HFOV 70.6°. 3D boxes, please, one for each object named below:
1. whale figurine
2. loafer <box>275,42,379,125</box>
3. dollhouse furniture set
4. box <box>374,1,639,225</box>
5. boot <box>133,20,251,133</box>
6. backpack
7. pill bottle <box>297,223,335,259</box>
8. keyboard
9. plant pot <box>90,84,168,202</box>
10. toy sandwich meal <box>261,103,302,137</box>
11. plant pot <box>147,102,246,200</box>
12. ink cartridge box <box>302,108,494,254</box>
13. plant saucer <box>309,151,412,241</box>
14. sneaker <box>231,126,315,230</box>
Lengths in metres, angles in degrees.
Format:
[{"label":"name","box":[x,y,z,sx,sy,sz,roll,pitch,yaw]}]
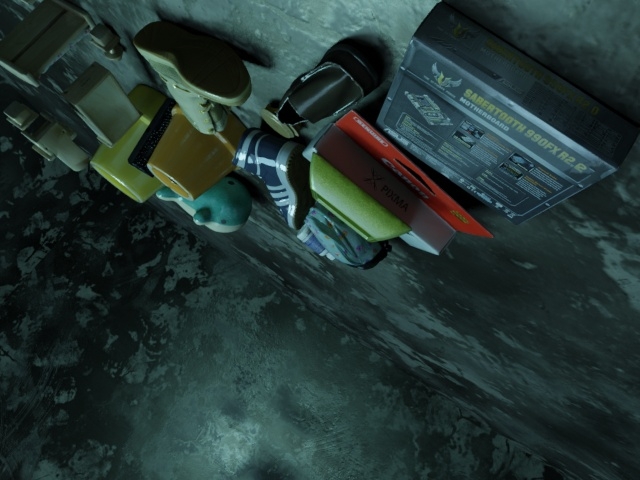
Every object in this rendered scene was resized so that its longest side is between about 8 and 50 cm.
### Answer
[{"label":"whale figurine","box":[-0.332,-0.136,1.332,0.272,0.216,0.141,21,127,-15]},{"label":"loafer","box":[0.002,-0.200,0.637,0.080,0.078,0.220,41,164,-19]},{"label":"dollhouse furniture set","box":[-0.617,-0.368,1.034,0.356,0.303,0.173,33,165,11]},{"label":"box","box":[0.184,-0.126,0.510,0.231,0.056,0.183,35,164,5]},{"label":"boot","box":[-0.205,-0.270,0.836,0.262,0.095,0.203,31,164,23]},{"label":"backpack","box":[0.053,-0.021,0.997,0.152,0.115,0.182,20,156,51]},{"label":"pill bottle","box":[0.000,0.000,1.258,0.120,0.067,0.067,39,164,-11]},{"label":"keyboard","box":[-0.380,-0.245,1.108,0.100,0.192,0.038,32,179,-29]},{"label":"plant pot","box":[-0.471,-0.243,1.218,0.254,0.239,0.254,33,164,11]},{"label":"toy sandwich meal","box":[-0.073,-0.222,0.833,0.086,0.029,0.085,37,176,3]},{"label":"plant pot","box":[-0.286,-0.201,1.038,0.205,0.187,0.205,33,164,10]},{"label":"ink cartridge box","box":[0.106,-0.078,0.717,0.275,0.060,0.239,39,180,-11]},{"label":"plant saucer","box":[0.050,-0.056,0.752,0.188,0.045,0.188,39,180,1]},{"label":"sneaker","box":[-0.099,-0.136,0.999,0.153,0.099,0.282,26,156,17]}]
